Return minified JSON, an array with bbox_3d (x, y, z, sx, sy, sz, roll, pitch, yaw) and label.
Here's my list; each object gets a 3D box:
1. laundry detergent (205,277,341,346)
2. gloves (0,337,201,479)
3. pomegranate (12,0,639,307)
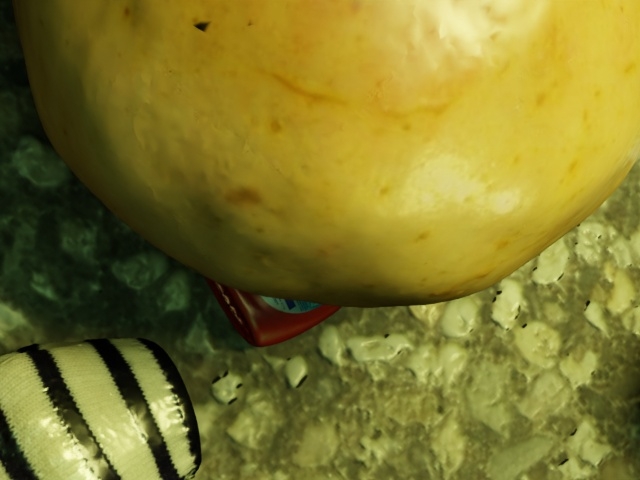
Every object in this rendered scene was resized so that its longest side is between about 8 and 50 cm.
[{"bbox_3d":[0.000,0.000,1.023,0.165,0.049,0.097,-32,95,-20],"label":"laundry detergent"},{"bbox_3d":[-0.197,0.136,0.910,0.219,0.131,0.140,-16,92,-28],"label":"gloves"},{"bbox_3d":[0.013,-0.133,0.862,0.412,0.411,0.411,0,89,-19],"label":"pomegranate"}]
